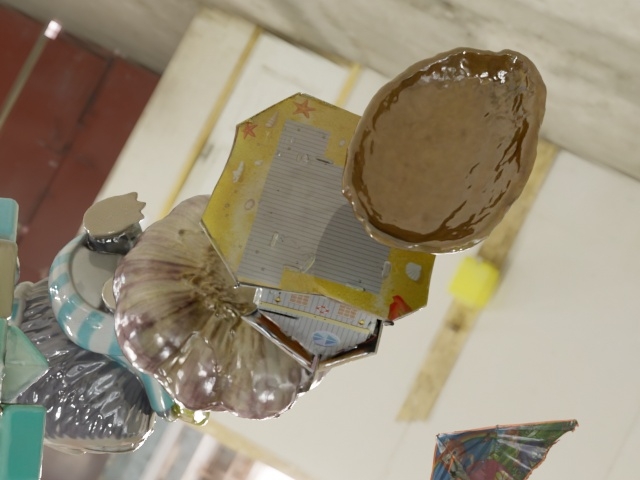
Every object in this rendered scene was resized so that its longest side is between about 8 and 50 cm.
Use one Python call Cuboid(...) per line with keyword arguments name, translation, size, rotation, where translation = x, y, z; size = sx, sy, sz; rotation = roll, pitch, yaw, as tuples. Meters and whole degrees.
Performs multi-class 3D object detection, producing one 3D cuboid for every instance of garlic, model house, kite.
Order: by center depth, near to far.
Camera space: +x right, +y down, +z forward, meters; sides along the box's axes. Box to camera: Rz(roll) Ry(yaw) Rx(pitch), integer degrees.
Cuboid(name="kite", translation=(0.121, 0.195, 1.015), size=(0.010, 0.190, 0.159), rotation=(33, -170, -35))
Cuboid(name="model house", translation=(0.000, 0.000, 1.197), size=(0.207, 0.219, 0.136), rotation=(14, 144, -1))
Cuboid(name="garlic", translation=(-0.095, 0.073, 1.326), size=(0.245, 0.245, 0.160), rotation=(28, 141, -9))

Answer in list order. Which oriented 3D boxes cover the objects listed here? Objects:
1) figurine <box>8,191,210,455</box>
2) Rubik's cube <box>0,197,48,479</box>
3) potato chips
Cuboid(name="figurine", translation=(-0.348, 0.144, 1.618), size=(0.361, 0.377, 0.266), rotation=(83, 166, -59))
Cuboid(name="Rubik's cube", translation=(-0.299, 0.093, 0.942), size=(0.213, 0.265, 0.224), rotation=(6, 166, -14))
Cuboid(name="potato chips", translation=(0.102, -0.071, 1.084), size=(0.150, 0.202, 0.049), rotation=(10, 150, 20))
